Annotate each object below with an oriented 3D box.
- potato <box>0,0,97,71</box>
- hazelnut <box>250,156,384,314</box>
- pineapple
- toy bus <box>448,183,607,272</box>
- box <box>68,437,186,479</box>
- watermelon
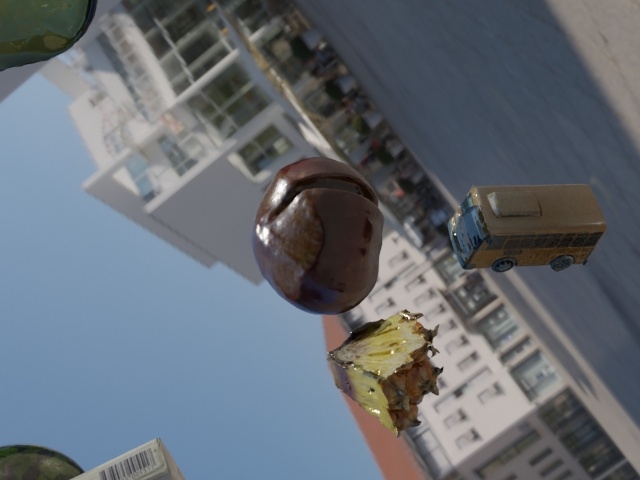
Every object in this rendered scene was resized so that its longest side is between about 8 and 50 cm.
[{"bbox_3d":[-0.181,-0.213,0.364,0.111,0.160,0.272,-94,-4,-54],"label":"potato"},{"bbox_3d":[0.000,0.000,1.136,0.178,0.178,0.204,43,-156,-51],"label":"hazelnut"},{"bbox_3d":[0.104,0.203,1.414,0.236,0.186,0.115,-71,-29,-63],"label":"pineapple"},{"bbox_3d":[0.271,-0.019,1.162,0.103,0.182,0.091,105,159,-52],"label":"toy bus"},{"bbox_3d":[-0.318,0.400,1.270,0.168,0.259,0.071,75,169,-46],"label":"box"},{"bbox_3d":[-0.517,0.491,1.504,0.285,0.285,0.285,51,-173,-9],"label":"watermelon"}]
